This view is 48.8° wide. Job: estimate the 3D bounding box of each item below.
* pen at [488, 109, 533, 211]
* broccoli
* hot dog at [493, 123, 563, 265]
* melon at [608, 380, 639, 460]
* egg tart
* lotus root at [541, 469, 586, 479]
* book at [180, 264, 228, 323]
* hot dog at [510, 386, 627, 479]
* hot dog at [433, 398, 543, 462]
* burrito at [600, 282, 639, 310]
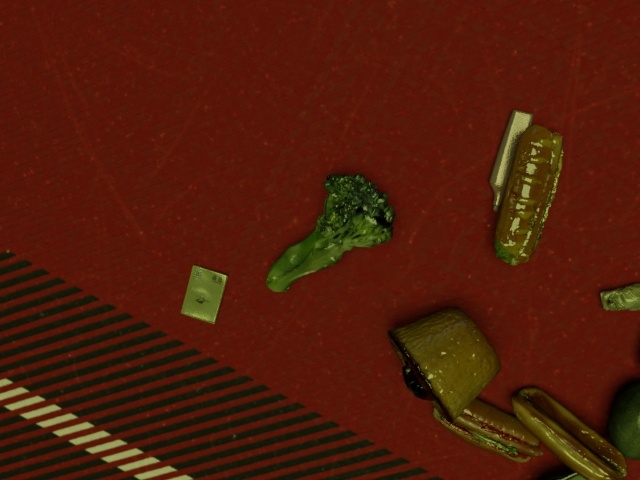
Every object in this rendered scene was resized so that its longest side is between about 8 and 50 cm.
[{"bbox_3d":[0.364,-0.150,1.361,0.053,0.032,0.197,16,97,4],"label":"pen"},{"bbox_3d":[0.002,-0.002,1.390,0.165,0.145,0.304,31,116,-37],"label":"broccoli"},{"bbox_3d":[0.396,-0.082,1.335,0.072,0.115,0.269,20,105,38],"label":"hot dog"},{"bbox_3d":[0.620,0.342,1.359,0.114,0.114,0.167,15,102,5],"label":"melon"},{"bbox_3d":[0.233,0.229,1.356,0.171,0.215,0.215,-36,93,-4],"label":"egg tart"},{"bbox_3d":[0.518,0.531,1.419,0.203,0.078,0.183,-12,101,9],"label":"lotus root"},{"bbox_3d":[-0.244,0.114,1.484,0.077,0.014,0.111,18,99,6],"label":"book"},{"bbox_3d":[0.475,0.385,1.367,0.249,0.100,0.068,39,131,24],"label":"hot dog"},{"bbox_3d":[0.343,0.381,1.426,0.235,0.062,0.092,23,97,3],"label":"hot dog"},{"bbox_3d":[0.617,0.108,1.361,0.149,0.041,0.055,-7,99,7],"label":"burrito"}]
